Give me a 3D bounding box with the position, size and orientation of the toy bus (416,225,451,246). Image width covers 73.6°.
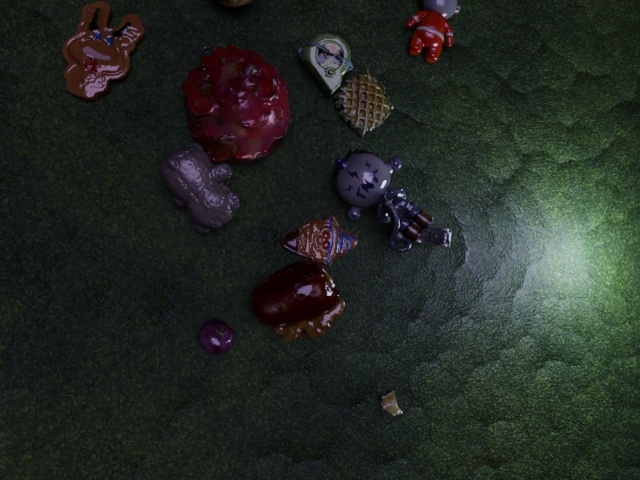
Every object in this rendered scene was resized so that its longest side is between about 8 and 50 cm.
[{"bbox_3d":[0.395,-0.019,1.569,0.162,0.074,0.070,9,88,-15],"label":"toy bus"}]

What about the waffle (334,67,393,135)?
[{"bbox_3d":[0.159,-0.508,1.568,0.214,0.054,0.208,-41,101,-16],"label":"waffle"}]

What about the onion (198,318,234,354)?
[{"bbox_3d":[-0.329,0.307,1.348,0.115,0.104,0.115,17,38,-14],"label":"onion"}]

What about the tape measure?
[{"bbox_3d":[0.025,-0.641,1.528,0.175,0.106,0.200,-43,96,-3],"label":"tape measure"}]

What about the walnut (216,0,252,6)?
[{"bbox_3d":[-0.298,-0.911,1.418,0.257,0.224,0.257,4,100,22],"label":"walnut"}]

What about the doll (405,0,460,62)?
[{"bbox_3d":[0.442,-0.871,1.663,0.199,0.105,0.337,18,88,-10],"label":"doll"}]

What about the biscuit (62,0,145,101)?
[{"bbox_3d":[-0.706,-0.606,1.371,0.202,0.047,0.334,22,80,-11],"label":"biscuit"}]

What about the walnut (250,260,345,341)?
[{"bbox_3d":[-0.070,0.200,1.364,0.269,0.222,0.244,-26,82,0],"label":"walnut"}]

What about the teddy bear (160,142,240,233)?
[{"bbox_3d":[-0.374,-0.164,1.341,0.236,0.151,0.267,-33,109,21],"label":"teddy bear"}]

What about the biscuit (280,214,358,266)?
[{"bbox_3d":[0.000,0.000,1.492,0.280,0.043,0.183,0,81,-17],"label":"biscuit"}]

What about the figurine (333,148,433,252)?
[{"bbox_3d":[0.208,-0.162,1.481,0.382,0.186,0.261,39,86,-2],"label":"figurine"}]

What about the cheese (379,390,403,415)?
[{"bbox_3d":[0.245,0.573,1.487,0.060,0.041,0.084,-21,74,-22],"label":"cheese"}]

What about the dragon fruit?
[{"bbox_3d":[-0.266,-0.446,1.373,0.370,0.249,0.387,26,76,-5],"label":"dragon fruit"}]
